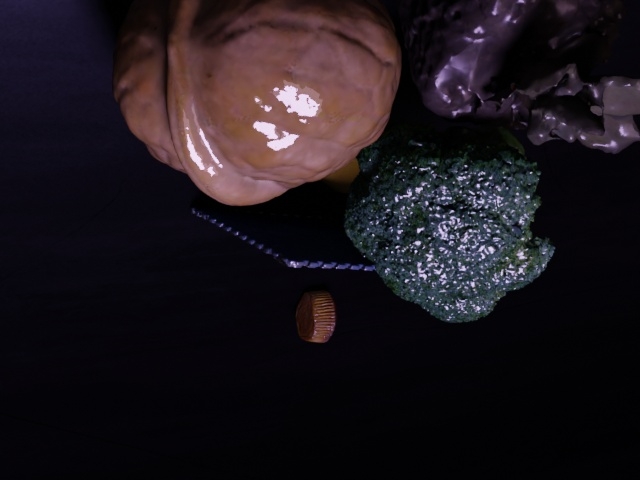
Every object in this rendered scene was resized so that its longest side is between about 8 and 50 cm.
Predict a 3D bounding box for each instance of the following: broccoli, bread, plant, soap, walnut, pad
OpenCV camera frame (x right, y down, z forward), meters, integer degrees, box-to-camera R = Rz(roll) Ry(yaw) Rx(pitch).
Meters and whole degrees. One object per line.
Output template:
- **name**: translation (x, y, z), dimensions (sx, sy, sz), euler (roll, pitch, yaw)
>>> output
- **broccoli**: translation (0.163, -0.039, 1.314), dimensions (0.269, 0.254, 0.269), euler (-51, 153, -38)
- **bread**: translation (-0.002, 0.121, 1.761), dimensions (0.053, 0.085, 0.085), euler (2, 140, -23)
- **plant**: translation (0.221, -0.209, 1.225), dimensions (0.215, 0.312, 0.213), euler (1, 143, -35)
- **soap**: translation (0.023, -0.107, 1.498), dimensions (0.089, 0.033, 0.168), euler (-30, 146, 14)
- **walnut**: translation (-0.067, -0.176, 1.143), dimensions (0.296, 0.285, 0.285), euler (2, 160, 31)
- **pad**: translation (0.000, 0.000, 1.464), dimensions (0.269, 0.269, 0.012), euler (3, 103, -37)
